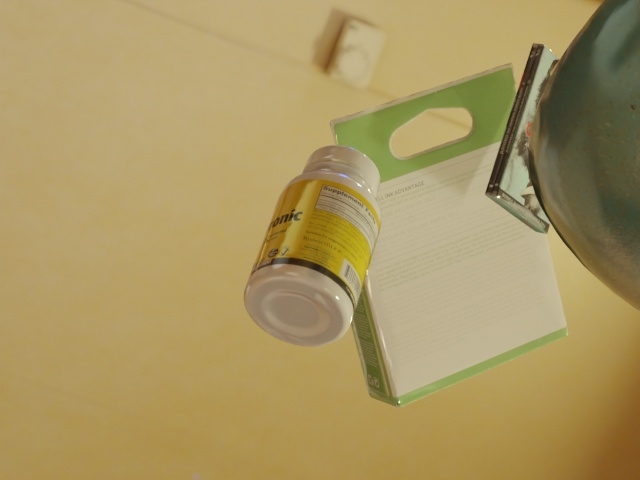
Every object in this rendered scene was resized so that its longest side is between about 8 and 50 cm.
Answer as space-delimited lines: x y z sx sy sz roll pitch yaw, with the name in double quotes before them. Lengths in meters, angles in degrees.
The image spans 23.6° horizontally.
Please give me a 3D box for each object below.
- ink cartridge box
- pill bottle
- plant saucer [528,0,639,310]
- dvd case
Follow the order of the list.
"ink cartridge box" 0.095 -0.006 1.212 0.056 0.171 0.235 14 -59 64
"pill bottle" 0.000 0.000 0.903 0.065 0.065 0.116 -57 -170 48
"plant saucer" 0.216 -0.026 0.402 0.317 0.317 0.044 129 -39 -58
"dvd case" 0.162 -0.074 1.131 0.013 0.087 0.119 13 -101 37
